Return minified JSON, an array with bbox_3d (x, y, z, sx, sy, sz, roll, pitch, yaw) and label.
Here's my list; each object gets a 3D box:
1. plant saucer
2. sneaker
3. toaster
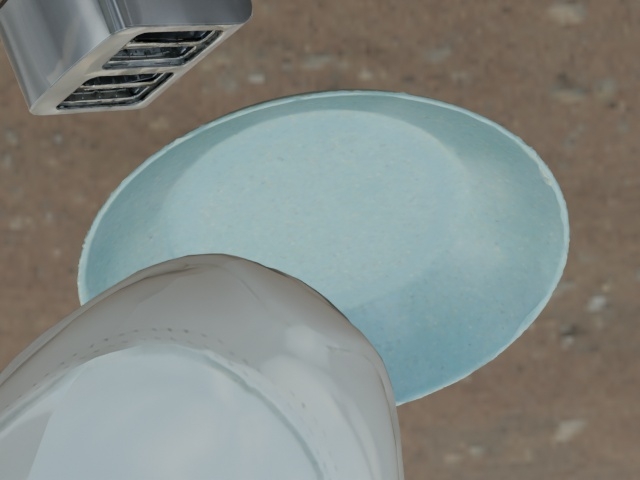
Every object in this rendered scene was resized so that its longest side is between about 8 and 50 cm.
[{"bbox_3d":[0.000,0.000,0.767,0.195,0.037,0.195,-6,138,-5],"label":"plant saucer"},{"bbox_3d":[-0.077,0.145,0.394,0.114,0.152,0.305,32,101,-1],"label":"sneaker"},{"bbox_3d":[-0.171,-0.192,1.629,0.186,0.110,0.168,-7,160,-44],"label":"toaster"}]
